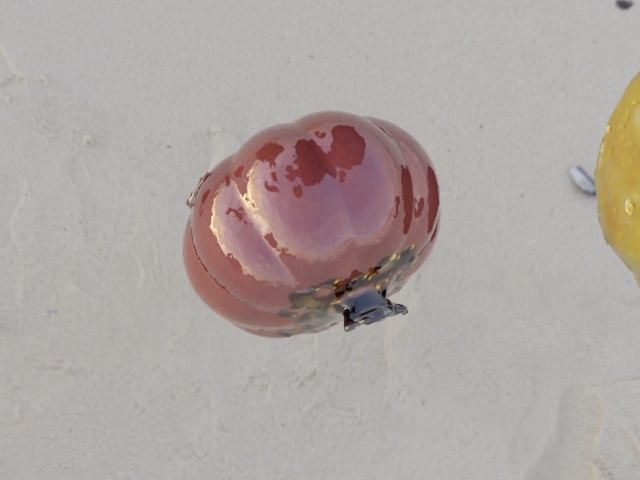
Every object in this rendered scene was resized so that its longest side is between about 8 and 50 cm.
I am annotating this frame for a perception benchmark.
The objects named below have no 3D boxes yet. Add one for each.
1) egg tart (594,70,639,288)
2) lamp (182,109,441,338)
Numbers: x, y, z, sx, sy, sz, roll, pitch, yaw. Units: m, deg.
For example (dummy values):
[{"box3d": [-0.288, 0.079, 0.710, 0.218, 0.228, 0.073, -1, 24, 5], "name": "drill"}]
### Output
[{"box3d": [0.398, -0.071, 0.653, 0.169, 0.388, 0.388, 8, 68, -12], "name": "egg tart"}, {"box3d": [0.000, 0.000, 0.446, 0.182, 0.182, 0.140, -21, 70, -11], "name": "lamp"}]
